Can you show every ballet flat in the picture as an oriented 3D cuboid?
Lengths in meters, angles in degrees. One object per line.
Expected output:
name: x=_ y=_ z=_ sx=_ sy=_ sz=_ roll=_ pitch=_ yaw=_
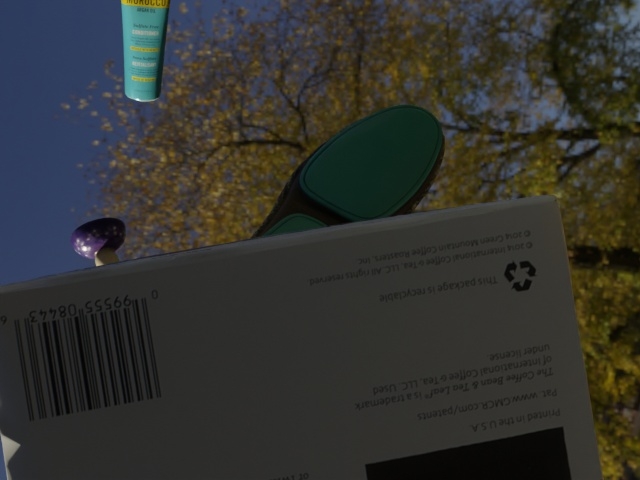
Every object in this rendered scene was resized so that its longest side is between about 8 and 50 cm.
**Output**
ballet flat: x=0.000 y=0.000 z=1.101 sx=0.483 sy=0.164 sz=0.182 roll=-49 pitch=-14 yaw=-35

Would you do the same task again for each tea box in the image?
tea box: x=-0.019 y=0.103 z=0.601 sx=0.323 sy=0.329 sz=0.219 roll=171 pitch=90 yaw=-85

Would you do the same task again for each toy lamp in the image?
toy lamp: x=-0.224 y=0.105 z=0.988 sx=0.080 sy=0.080 sz=0.274 roll=24 pitch=-141 yaw=-62

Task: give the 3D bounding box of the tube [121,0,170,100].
tube: x=-0.252 y=-0.304 z=1.182 sx=0.052 sy=0.080 sz=0.207 roll=-116 pitch=29 yaw=-51
